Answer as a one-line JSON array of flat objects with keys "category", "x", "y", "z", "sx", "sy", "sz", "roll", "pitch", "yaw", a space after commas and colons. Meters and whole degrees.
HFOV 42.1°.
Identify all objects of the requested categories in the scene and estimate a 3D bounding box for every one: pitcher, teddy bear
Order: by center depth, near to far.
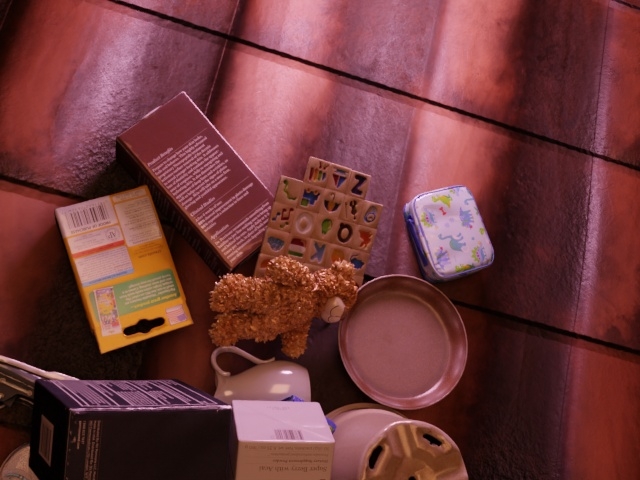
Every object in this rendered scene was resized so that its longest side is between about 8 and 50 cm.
[{"category": "teddy bear", "x": -0.074, "y": 0.140, "z": 1.753, "sx": 0.338, "sy": 0.113, "sz": 0.245, "roll": 10, "pitch": 106, "yaw": -25}, {"category": "pitcher", "x": -0.131, "y": 0.299, "z": 1.775, "sx": 0.207, "sy": 0.125, "sz": 0.178, "roll": -3, "pitch": 57, "yaw": -7}]

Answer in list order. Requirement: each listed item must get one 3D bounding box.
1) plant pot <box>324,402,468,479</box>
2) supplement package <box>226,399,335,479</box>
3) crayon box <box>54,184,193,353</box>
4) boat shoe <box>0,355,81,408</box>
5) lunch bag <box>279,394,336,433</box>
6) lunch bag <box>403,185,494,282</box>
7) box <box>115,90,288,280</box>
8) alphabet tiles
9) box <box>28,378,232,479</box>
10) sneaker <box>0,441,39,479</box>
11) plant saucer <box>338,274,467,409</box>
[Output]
[{"category": "plant pot", "x": 0.140, "y": 0.485, "z": 1.686, "sx": 0.334, "sy": 0.305, "sz": 0.334, "roll": 4, "pitch": 73, "yaw": -14}, {"category": "supplement package", "x": -0.086, "y": 0.469, "z": 1.553, "sx": 0.177, "sy": 0.175, "sz": 0.293, "roll": 3, "pitch": 103, "yaw": -12}, {"category": "crayon box", "x": -0.420, "y": 0.065, "z": 1.774, "sx": 0.203, "sy": 0.083, "sz": 0.323, "roll": -17, "pitch": 79, "yaw": -19}, {"category": "boat shoe", "x": -0.610, "y": 0.290, "z": 1.642, "sx": 0.319, "sy": 0.116, "sz": 0.099, "roll": 20, "pitch": 69, "yaw": -15}, {"category": "lunch bag", "x": -0.061, "y": 0.394, "z": 1.693, "sx": 0.151, "sy": 0.096, "sz": 0.129, "roll": -44, "pitch": 119, "yaw": 12}, {"category": "lunch bag", "x": 0.300, "y": -0.015, "z": 1.989, "sx": 0.176, "sy": 0.090, "sz": 0.219, "roll": -15, "pitch": 79, "yaw": -20}, {"category": "box", "x": -0.261, "y": -0.116, "z": 1.842, "sx": 0.191, "sy": 0.143, "sz": 0.381, "roll": -39, "pitch": 89, "yaw": -21}, {"category": "alphabet tiles", "x": 0.000, "y": 0.000, "z": 1.846, "sx": 0.285, "sy": 0.011, "sz": 0.342, "roll": 14, "pitch": 93, "yaw": -35}, {"category": "box", "x": -0.358, "y": 0.366, "z": 1.542, "sx": 0.294, "sy": 0.296, "sz": 0.183, "roll": 4, "pitch": 89, "yaw": -29}, {"category": "sneaker", "x": -0.592, "y": 0.520, "z": 1.574, "sx": 0.110, "sy": 0.122, "sz": 0.283, "roll": 23, "pitch": 70, "yaw": -8}, {"category": "plant saucer", "x": 0.184, "y": 0.232, "z": 1.903, "sx": 0.310, "sy": 0.050, "sz": 0.310, "roll": 5, "pitch": 71, "yaw": -14}]
